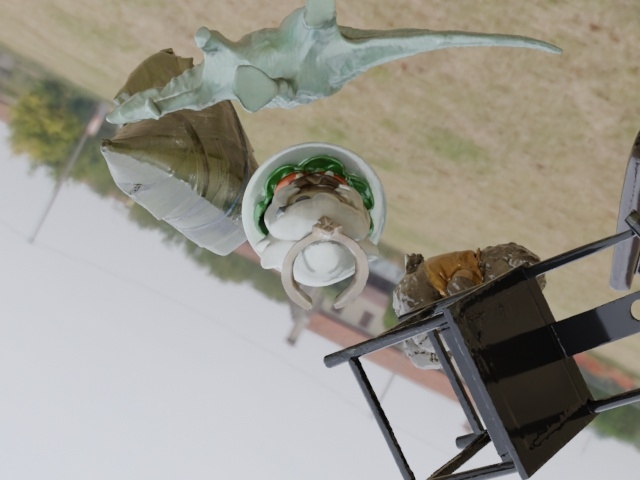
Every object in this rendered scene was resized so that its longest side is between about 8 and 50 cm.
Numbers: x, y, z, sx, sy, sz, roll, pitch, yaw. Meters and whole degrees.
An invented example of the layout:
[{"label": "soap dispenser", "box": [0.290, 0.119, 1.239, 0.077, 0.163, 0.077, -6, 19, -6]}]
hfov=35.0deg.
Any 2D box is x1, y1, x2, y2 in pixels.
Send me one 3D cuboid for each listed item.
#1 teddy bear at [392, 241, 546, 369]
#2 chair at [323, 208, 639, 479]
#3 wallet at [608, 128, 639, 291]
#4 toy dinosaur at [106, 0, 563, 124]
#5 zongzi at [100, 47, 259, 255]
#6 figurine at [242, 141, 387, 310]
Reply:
[{"label": "teddy bear", "box": [0.184, 0.067, 1.248, 0.190, 0.140, 0.177, -16, 160, 2]}, {"label": "chair", "box": [0.157, 0.101, 0.808, 0.260, 0.154, 0.141, -27, 177, 41]}, {"label": "wallet", "box": [0.435, -0.060, 1.344, 0.049, 0.182, 0.229, 17, 131, 24]}, {"label": "toy dinosaur", "box": [-0.003, -0.152, 0.837, 0.393, 0.092, 0.205, -14, -178, 1]}, {"label": "zongzi", "box": [-0.180, -0.130, 1.073, 0.274, 0.125, 0.250, 31, -154, -57]}, {"label": "figurine", "box": [0.000, 0.000, 0.830, 0.132, 0.132, 0.153, 27, -164, -13]}]
